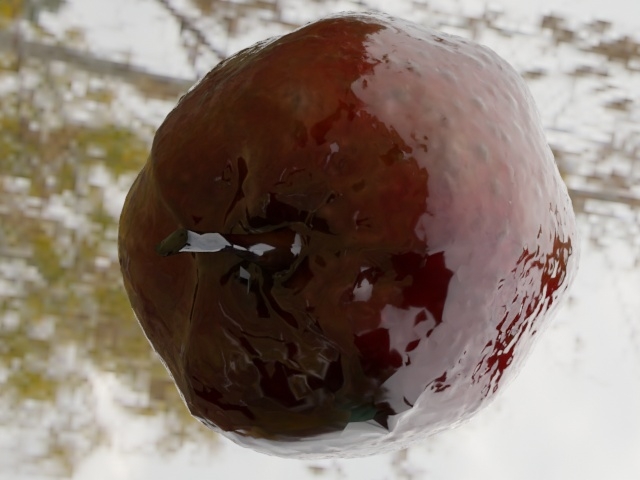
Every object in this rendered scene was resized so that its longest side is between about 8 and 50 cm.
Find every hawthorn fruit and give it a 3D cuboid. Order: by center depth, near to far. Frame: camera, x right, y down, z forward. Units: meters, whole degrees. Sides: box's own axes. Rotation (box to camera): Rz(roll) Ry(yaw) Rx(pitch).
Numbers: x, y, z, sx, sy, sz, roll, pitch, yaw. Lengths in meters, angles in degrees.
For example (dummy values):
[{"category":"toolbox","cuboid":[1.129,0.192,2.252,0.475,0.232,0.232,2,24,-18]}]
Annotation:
[{"category":"hawthorn fruit","cuboid":[0.000,0.000,0.637,0.194,0.157,0.157,-10,113,-68]}]
